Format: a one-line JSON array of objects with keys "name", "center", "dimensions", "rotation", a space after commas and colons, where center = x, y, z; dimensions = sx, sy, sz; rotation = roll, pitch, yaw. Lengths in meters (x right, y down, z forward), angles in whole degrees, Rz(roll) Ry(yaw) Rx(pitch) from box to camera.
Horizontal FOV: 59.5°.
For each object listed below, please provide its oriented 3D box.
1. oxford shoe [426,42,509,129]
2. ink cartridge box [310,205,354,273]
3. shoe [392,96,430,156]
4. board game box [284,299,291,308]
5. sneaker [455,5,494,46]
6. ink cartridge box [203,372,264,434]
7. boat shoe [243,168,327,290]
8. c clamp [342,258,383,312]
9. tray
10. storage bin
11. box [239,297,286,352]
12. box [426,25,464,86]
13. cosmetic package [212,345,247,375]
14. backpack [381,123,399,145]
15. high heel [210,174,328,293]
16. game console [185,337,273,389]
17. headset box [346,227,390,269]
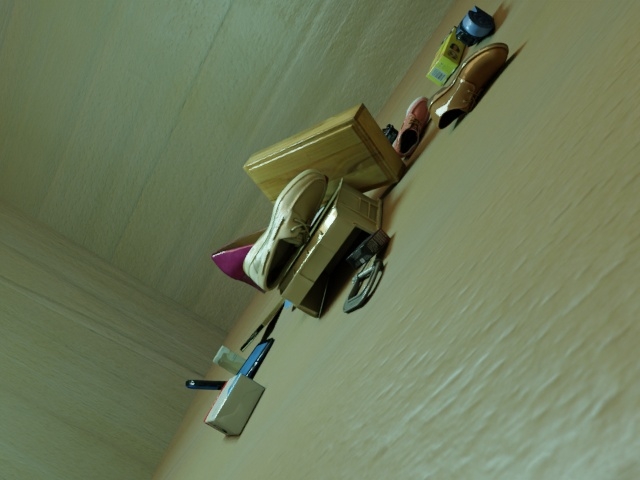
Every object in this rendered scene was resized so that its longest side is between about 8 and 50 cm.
[{"name": "oxford shoe", "center": [0.300, -0.301, 1.116], "dimensions": [0.212, 0.076, 0.075], "rotation": [-47, 42, 48]}, {"name": "ink cartridge box", "center": [0.012, -0.013, 1.642], "dimensions": [0.197, 0.114, 0.272], "rotation": [-56, 7, 22]}, {"name": "shoe", "center": [0.247, -0.298, 1.475], "dimensions": [0.177, 0.064, 0.081], "rotation": [-63, 7, 4]}, {"name": "board game box", "center": [-0.061, 0.150, 1.804], "dimensions": [0.168, 0.033, 0.133], "rotation": [-64, 12, -7]}, {"name": "sneaker", "center": [0.398, -0.548, 1.466], "dimensions": [0.090, 0.081, 0.232], "rotation": [-57, -2, 33]}, {"name": "ink cartridge box", "center": [-0.237, 0.442, 1.499], "dimensions": [0.134, 0.078, 0.231], "rotation": [-60, 6, -26]}, {"name": "boat shoe", "center": [-0.066, -0.022, 1.302], "dimensions": [0.098, 0.109, 0.302], "rotation": [39, 99, 44]}, {"name": "c clamp", "center": [0.082, 0.075, 1.076], "dimensions": [0.137, 0.022, 0.161], "rotation": [-59, 6, -17]}, {"name": "tray", "center": [-0.002, -0.195, 1.495], "dimensions": [0.411, 0.202, 0.076], "rotation": [-16, 34, 41]}, {"name": "storage bin", "center": [0.026, 0.014, 1.361], "dimensions": [0.262, 0.123, 0.260], "rotation": [-55, 7, 22]}, {"name": "box", "center": [-0.208, 0.306, 2.059], "dimensions": [0.164, 0.021, 0.201], "rotation": [-51, -2, 31]}, {"name": "box", "center": [0.382, -0.554, 1.678], "dimensions": [0.087, 0.058, 0.232], "rotation": [-51, 10, 45]}, {"name": "cosmetic package", "center": [-0.328, 0.442, 2.049], "dimensions": [0.041, 0.115, 0.060], "rotation": [-52, 9, 38]}, {"name": "backpack", "center": [0.190, -0.267, 1.638], "dimensions": [0.114, 0.084, 0.105], "rotation": [-53, 5, -3]}, {"name": "high heel", "center": [-0.134, -0.042, 1.471], "dimensions": [0.377, 0.181, 0.127], "rotation": [-57, 6, 13]}, {"name": "game console", "center": [-0.305, 0.407, 1.850], "dimensions": [0.293, 0.251, 0.173], "rotation": [137, 137, -69]}, {"name": "headset box", "center": [0.097, 0.015, 1.114], "dimensions": [0.062, 0.032, 0.083], "rotation": [-42, 1, 44]}]
